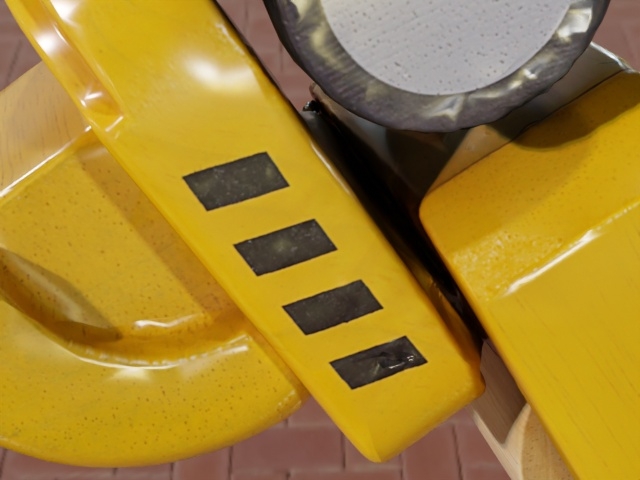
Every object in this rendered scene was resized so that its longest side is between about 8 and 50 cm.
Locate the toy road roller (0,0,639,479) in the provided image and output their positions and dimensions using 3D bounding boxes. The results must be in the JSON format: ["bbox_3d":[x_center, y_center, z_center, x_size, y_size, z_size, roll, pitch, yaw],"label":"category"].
[{"bbox_3d":[0.000,0.000,0.431,0.240,0.329,0.202,-35,27,3],"label":"toy road roller"}]
